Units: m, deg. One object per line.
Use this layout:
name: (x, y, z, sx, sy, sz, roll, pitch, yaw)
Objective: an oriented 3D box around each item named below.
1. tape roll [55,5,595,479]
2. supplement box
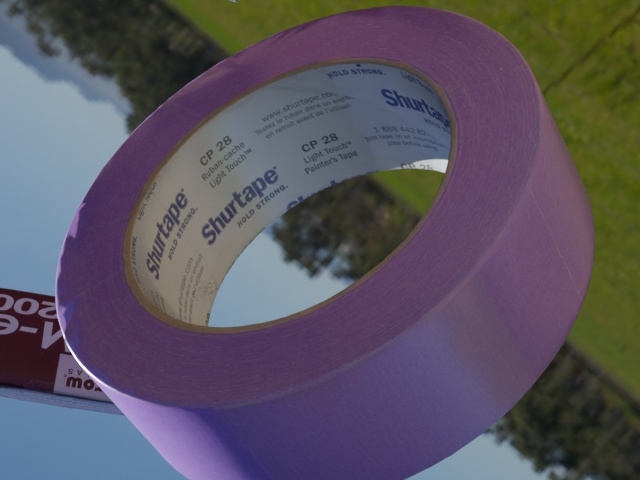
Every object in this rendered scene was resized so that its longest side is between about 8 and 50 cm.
tape roll: (0.000, 0.000, 0.753, 0.275, 0.275, 0.090, 41, 167, 50)
supplement box: (-0.188, 0.091, 1.088, 0.130, 0.073, 0.239, 9, 171, -6)
